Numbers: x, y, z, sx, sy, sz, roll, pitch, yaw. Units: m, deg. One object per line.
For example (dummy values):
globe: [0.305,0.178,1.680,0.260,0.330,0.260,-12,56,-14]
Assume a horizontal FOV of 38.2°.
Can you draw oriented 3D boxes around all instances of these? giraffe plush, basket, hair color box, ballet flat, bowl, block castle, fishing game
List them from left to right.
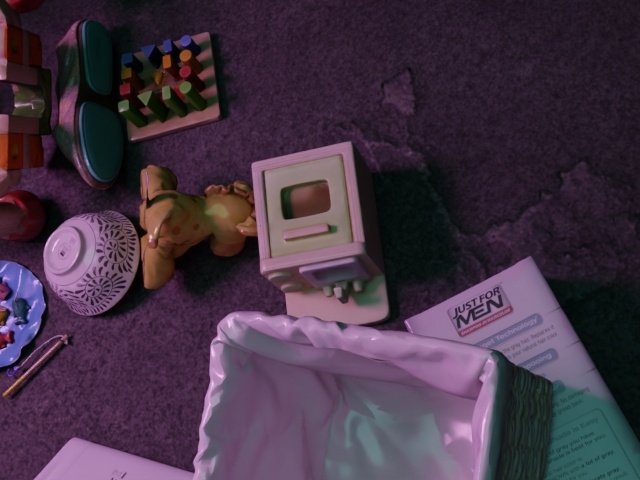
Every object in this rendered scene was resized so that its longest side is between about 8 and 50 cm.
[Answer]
block castle: [-0.584,-0.224,1.451,0.303,0.213,0.453,3,95,8]
fishing game: [-0.529,0.117,1.468,0.189,0.041,0.264,-40,66,-2]
bowl: [-0.366,0.024,1.408,0.170,0.080,0.170,-9,71,28]
ballet flat: [-0.388,-0.211,1.514,0.106,0.107,0.316,-22,61,30]
giraffe plush: [-0.174,-0.033,1.359,0.170,0.210,0.181,-1,66,-14]
basket: [0.060,0.265,1.020,0.328,0.266,0.331,5,82,28]
hair color box: [0.273,0.230,1.152,0.185,0.113,0.374,-28,68,6]

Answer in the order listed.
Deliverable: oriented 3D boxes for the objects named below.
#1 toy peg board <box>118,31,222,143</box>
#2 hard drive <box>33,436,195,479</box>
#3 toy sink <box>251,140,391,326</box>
toy peg board: [-0.254,-0.260,1.490,0.161,0.079,0.161,-13,69,11]
hard drive: [-0.241,0.390,1.215,0.353,0.047,0.233,11,33,20]
toy sink: [0.000,0.000,1.299,0.153,0.131,0.234,-10,70,13]
